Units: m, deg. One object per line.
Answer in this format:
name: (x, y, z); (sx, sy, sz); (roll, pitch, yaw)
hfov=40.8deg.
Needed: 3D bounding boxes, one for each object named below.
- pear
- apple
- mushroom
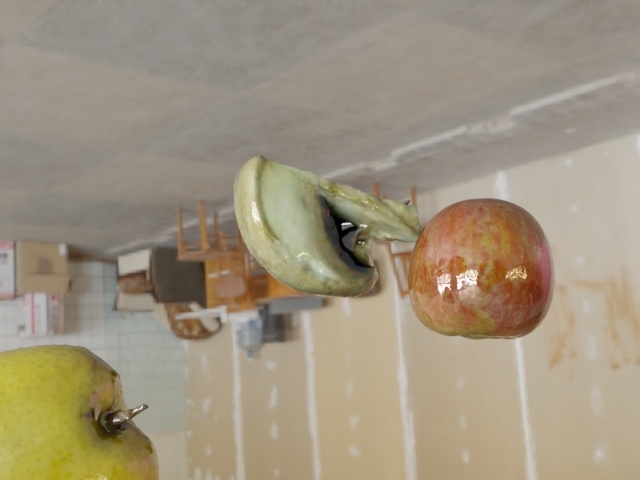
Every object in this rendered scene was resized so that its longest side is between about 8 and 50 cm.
pear: (-0.303, 0.246, 0.744); (0.285, 0.336, 0.285); (25, -167, -6)
apple: (0.205, 0.039, 1.098); (0.188, 0.173, 0.188); (3, 168, 1)
mushroom: (-0.008, 0.002, 1.379); (0.292, 0.211, 0.217); (6, 162, -20)
